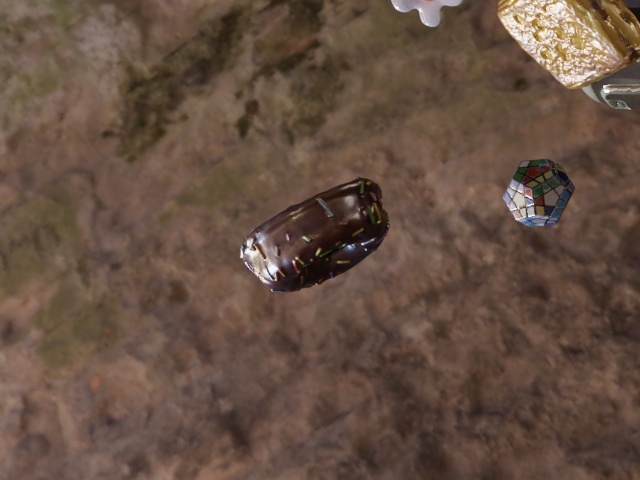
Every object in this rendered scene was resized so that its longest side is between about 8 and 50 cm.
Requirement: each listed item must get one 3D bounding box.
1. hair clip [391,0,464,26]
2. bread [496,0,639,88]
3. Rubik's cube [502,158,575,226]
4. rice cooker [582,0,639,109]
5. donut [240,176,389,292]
[{"bbox_3d":[0.245,-0.480,1.808,0.257,0.146,0.075,-15,-167,34],"label":"hair clip"},{"bbox_3d":[0.442,-0.384,1.770,0.099,0.235,0.210,-50,-171,-19],"label":"bread"},{"bbox_3d":[0.337,-0.073,1.552,0.111,0.111,0.093,-16,-113,51],"label":"Rubik's cube"},{"bbox_3d":[0.675,-0.405,1.928,0.325,0.335,0.335,10,-139,35],"label":"rice cooker"},{"bbox_3d":[0.000,0.000,1.470,0.235,0.089,0.235,-26,165,-8],"label":"donut"}]
